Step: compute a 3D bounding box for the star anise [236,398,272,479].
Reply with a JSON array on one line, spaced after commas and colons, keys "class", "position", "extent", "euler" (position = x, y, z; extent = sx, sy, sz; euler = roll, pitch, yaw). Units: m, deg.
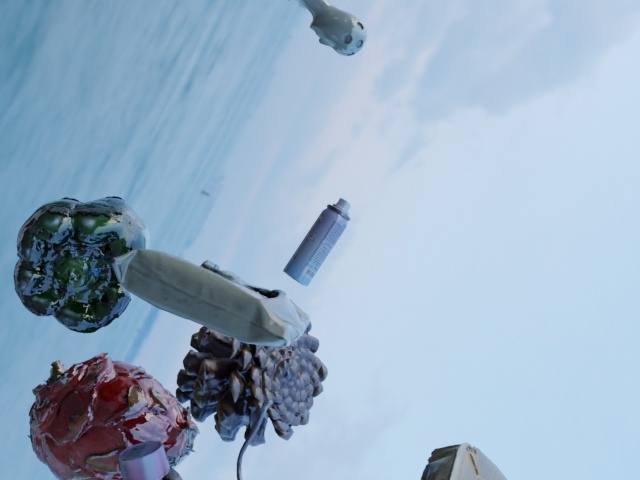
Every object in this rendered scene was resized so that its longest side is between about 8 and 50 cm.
[{"class": "star anise", "position": [-0.169, 0.449, 1.830], "extent": [0.219, 0.227, 0.148], "euler": [-19, 167, 30]}]

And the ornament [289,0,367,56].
[{"class": "ornament", "position": [0.016, -0.398, 1.667], "extent": [0.081, 0.156, 0.075], "euler": [-44, -173, 10]}]

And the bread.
[{"class": "bread", "position": [0.277, 0.504, 1.759], "extent": [0.110, 0.192, 0.210], "euler": [-38, -168, 30]}]

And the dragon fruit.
[{"class": "dragon fruit", "position": [-0.422, 0.374, 1.846], "extent": [0.277, 0.343, 0.277], "euler": [-54, 170, -14]}]

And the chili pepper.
[{"class": "chili pepper", "position": [-0.446, 0.027, 1.732], "extent": [0.248, 0.233, 0.256], "euler": [-63, -169, 7]}]

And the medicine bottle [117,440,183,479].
[{"class": "medicine bottle", "position": [-0.287, 0.447, 1.582], "extent": [0.094, 0.188, 0.119], "euler": [-18, -171, -37]}]

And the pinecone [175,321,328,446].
[{"class": "pinecone", "position": [-0.200, 0.328, 2.268], "extent": [0.384, 0.384, 0.384], "euler": [-61, -173, 14]}]

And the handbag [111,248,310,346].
[{"class": "handbag", "position": [-0.166, 0.098, 1.550], "extent": [0.253, 0.316, 0.109], "euler": [24, 87, -78]}]

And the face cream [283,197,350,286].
[{"class": "face cream", "position": [0.000, 0.000, 2.248], "extent": [0.229, 0.075, 0.075], "euler": [-56, -173, -5]}]
